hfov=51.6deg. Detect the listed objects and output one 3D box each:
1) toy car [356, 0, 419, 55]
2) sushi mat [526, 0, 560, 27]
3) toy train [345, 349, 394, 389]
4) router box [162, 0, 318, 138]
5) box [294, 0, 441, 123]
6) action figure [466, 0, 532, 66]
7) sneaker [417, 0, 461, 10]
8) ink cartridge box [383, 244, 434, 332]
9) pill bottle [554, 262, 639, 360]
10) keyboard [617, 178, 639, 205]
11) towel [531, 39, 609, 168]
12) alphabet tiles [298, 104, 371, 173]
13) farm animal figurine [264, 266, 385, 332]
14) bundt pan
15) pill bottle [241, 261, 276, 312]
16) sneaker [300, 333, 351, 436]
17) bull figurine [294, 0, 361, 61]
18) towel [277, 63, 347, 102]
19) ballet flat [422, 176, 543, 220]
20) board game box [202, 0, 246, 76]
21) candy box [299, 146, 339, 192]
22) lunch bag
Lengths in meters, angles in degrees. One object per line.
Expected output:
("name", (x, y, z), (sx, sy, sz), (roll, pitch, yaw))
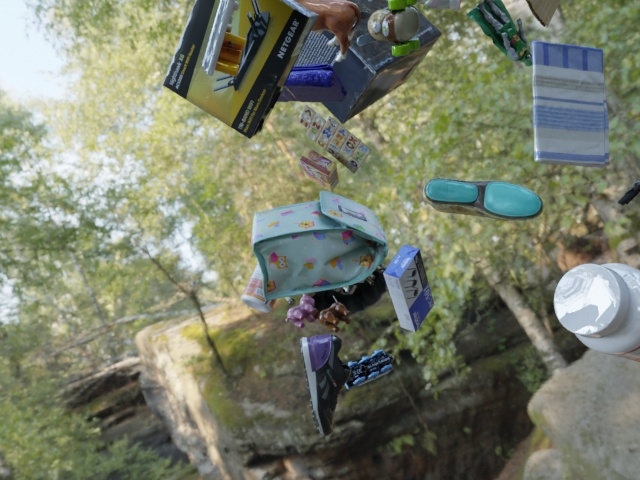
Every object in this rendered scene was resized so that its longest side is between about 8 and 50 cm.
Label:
("toy car", (0.180, -0.624, 1.926), (0.189, 0.154, 0.149), (7, 28, 30))
("sushi mat", (0.670, -0.764, 1.828), (0.151, 0.019, 0.316), (21, -83, -50))
("toy train", (0.146, 0.412, 2.100), (0.184, 0.080, 0.105), (-21, -22, -21))
("router box", (-0.183, -0.422, 1.475), (0.308, 0.243, 0.081), (-60, -4, 27))
("box", (0.113, -0.774, 2.508), (0.480, 0.472, 0.297), (-39, -9, -39))
("action figure", (0.534, -0.592, 1.888), (0.137, 0.232, 0.063), (-42, 7, -18))
("sneaker", (0.316, -0.747, 1.915), (0.111, 0.252, 0.102), (-7, -49, -14))
("ink cartridge box", (0.212, 0.116, 1.566), (0.097, 0.046, 0.207), (-51, -40, -27))
("pill bottle", (0.784, 0.186, 1.681), (0.408, 0.228, 0.229), (17, -36, -35))
("keyboard", (0.764, -0.139, 1.560), (0.108, 0.023, 0.180), (-34, -19, -19))
("towel", (0.572, -0.309, 1.522), (0.209, 0.284, 0.034), (0, -4, -20))
("alphabet tiles", (0.036, -0.309, 1.996), (0.009, 0.237, 0.198), (-51, 0, -18))
("farm animal figurine", (-0.002, 0.097, 1.900), (0.326, 0.172, 0.330), (-51, -37, -5))
("bundt pan", (0.083, 0.138, 2.427), (0.331, 0.124, 0.330), (-10, -44, -10))
("pill bottle", (-0.194, 0.145, 2.421), (0.121, 0.121, 0.216), (123, 172, -69))
("sneaker", (0.028, 0.392, 1.784), (0.124, 0.283, 0.107), (-10, 11, -1))
("bull figurine", (-0.039, -0.613, 1.806), (0.101, 0.311, 0.188), (-58, -19, -33))
("towel", (-0.084, -0.494, 2.080), (0.309, 0.076, 0.228), (3, -2, 14))
("ballet flat", (0.481, -0.118, 1.975), (0.349, 0.123, 0.123), (9, -4, 15))
("board game box", (-0.131, -0.486, 1.183), (0.050, 0.389, 0.390), (16, 12, -15))
("candy box", (-0.001, -0.224, 2.126), (0.053, 0.109, 0.186), (-58, -10, -6))
("lunch bag", (0.000, 0.000, 1.341), (0.263, 0.160, 0.223), (-13, 18, 1))
